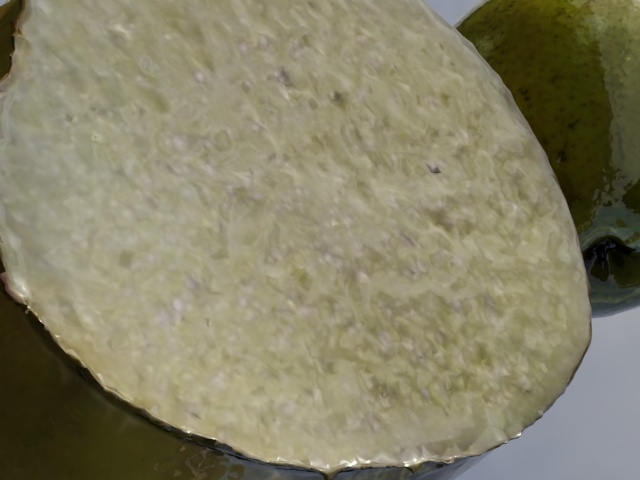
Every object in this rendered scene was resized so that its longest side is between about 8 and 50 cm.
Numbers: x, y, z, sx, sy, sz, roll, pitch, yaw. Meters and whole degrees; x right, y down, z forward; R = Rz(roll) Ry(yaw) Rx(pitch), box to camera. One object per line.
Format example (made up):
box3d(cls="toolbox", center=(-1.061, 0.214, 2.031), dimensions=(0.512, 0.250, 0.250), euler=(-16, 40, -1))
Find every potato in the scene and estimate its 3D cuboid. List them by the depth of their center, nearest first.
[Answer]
box3d(cls="potato", center=(-0.092, 0.037, 1.091), dimensions=(0.319, 0.442, 0.385), euler=(-45, -113, 39))

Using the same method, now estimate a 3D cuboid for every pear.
box3d(cls="pear", center=(0.198, -0.072, 1.347), dimensions=(0.294, 0.294, 0.294), euler=(-179, -90, -72))
